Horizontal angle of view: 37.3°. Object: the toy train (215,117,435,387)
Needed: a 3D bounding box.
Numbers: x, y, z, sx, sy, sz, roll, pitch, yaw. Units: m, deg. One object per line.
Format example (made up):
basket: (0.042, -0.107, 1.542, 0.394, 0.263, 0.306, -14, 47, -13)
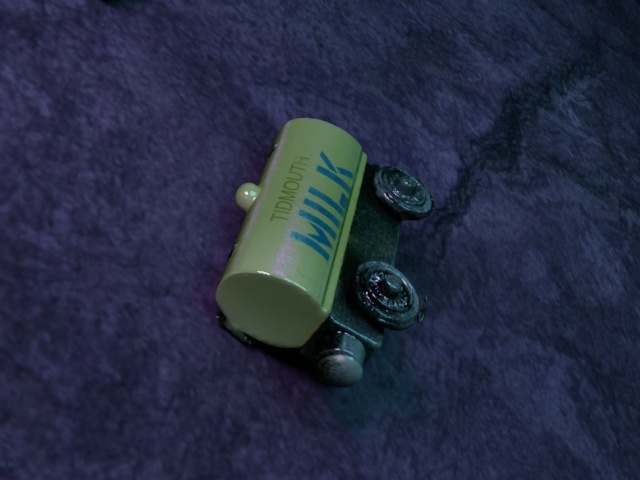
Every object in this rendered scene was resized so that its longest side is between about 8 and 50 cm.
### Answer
toy train: (0.000, 0.000, 0.761, 0.157, 0.105, 0.253, 30, 39, -12)
